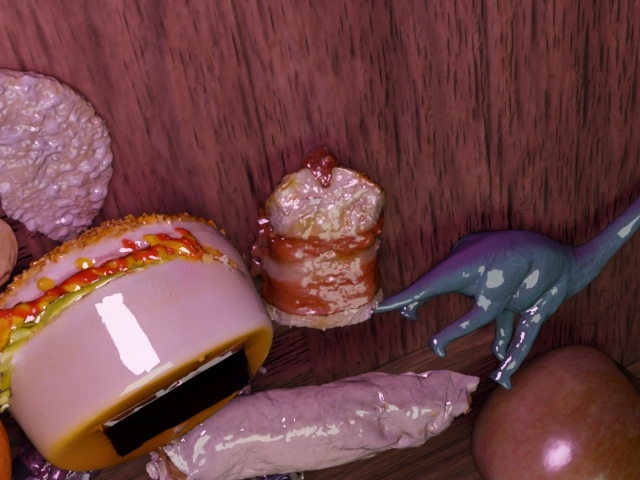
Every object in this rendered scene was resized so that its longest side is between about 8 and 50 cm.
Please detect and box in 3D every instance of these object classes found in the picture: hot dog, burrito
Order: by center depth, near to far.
[{"bbox_3d":[0.000,0.000,1.386,0.146,0.103,0.213,3,123,-7],"label":"hot dog"},{"bbox_3d":[-0.007,0.209,1.497,0.392,0.076,0.117,-6,130,-22],"label":"burrito"}]

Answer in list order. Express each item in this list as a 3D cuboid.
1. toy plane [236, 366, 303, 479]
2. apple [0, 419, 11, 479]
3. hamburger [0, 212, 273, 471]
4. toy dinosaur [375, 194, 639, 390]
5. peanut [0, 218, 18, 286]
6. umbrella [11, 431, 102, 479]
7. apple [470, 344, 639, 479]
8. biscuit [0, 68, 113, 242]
[{"bbox_3d":[-0.065,0.231,1.592,0.108,0.092,0.286,-46,144,-17],"label":"toy plane"},{"bbox_3d":[-0.417,0.231,1.184,0.275,0.299,0.299,5,130,-14],"label":"apple"},{"bbox_3d":[-0.185,0.090,1.282,0.276,0.179,0.294,-30,161,-9],"label":"hamburger"},{"bbox_3d":[0.245,-0.005,1.554,0.383,0.129,0.331,24,105,-44],"label":"toy dinosaur"},{"bbox_3d":[-0.362,0.033,1.184,0.194,0.093,0.083,-16,163,-16],"label":"peanut"},{"bbox_3d":[-0.289,0.246,1.396,0.326,0.094,0.090,-36,123,-26],"label":"umbrella"},{"bbox_3d":[0.334,0.267,1.752,0.234,0.257,0.257,-45,139,11],"label":"apple"},{"bbox_3d":[-0.262,-0.085,1.174,0.133,0.032,0.250,-42,140,11],"label":"biscuit"}]
